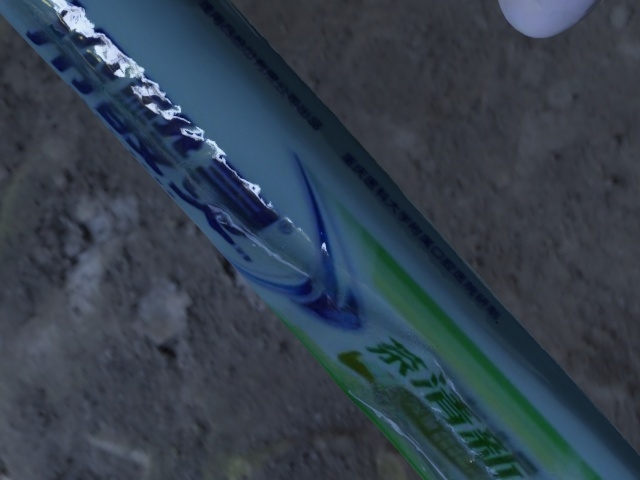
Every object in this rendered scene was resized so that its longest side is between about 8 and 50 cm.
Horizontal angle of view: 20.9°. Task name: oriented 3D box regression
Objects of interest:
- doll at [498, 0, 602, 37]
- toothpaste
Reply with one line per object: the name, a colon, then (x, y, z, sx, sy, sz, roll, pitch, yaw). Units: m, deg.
doll: (0.151, -0.094, 0.493, 0.376, 0.187, 0.365, -52, 55, 31)
toothpaste: (0.000, 0.000, 0.461, 0.297, 0.075, 0.048, 49, 49, 2)
